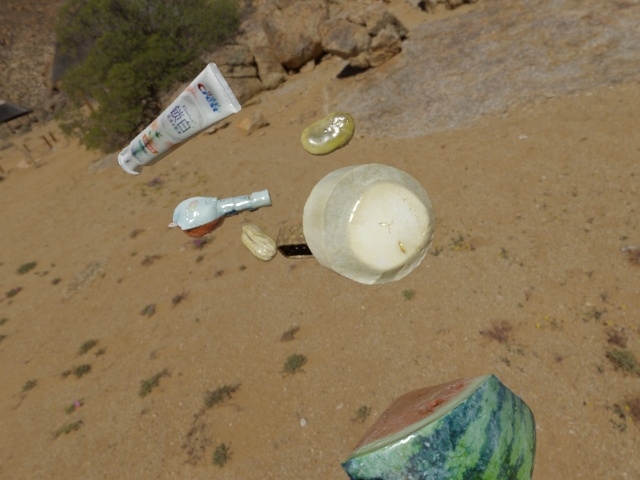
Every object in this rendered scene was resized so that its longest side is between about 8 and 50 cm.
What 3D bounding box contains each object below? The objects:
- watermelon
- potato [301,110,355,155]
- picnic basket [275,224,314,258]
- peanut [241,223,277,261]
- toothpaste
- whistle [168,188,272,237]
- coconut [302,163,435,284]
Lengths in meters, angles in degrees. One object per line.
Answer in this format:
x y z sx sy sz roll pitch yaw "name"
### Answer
0.184 0.326 0.729 0.283 0.250 0.292 -50 39 -9 "watermelon"
0.020 -0.257 1.045 0.137 0.092 0.070 -28 -16 4 "potato"
0.000 0.000 0.956 0.193 0.110 0.055 -5 69 12 "picnic basket"
-0.170 0.005 1.199 0.080 0.080 0.174 -31 39 -16 "peanut"
-0.299 -0.232 0.884 0.323 0.100 0.066 -25 12 30 "toothpaste"
-0.329 -0.092 1.401 0.346 0.134 0.142 -14 1 0 "whistle"
0.074 -0.030 0.730 0.202 0.202 0.222 -27 12 -9 "coconut"
